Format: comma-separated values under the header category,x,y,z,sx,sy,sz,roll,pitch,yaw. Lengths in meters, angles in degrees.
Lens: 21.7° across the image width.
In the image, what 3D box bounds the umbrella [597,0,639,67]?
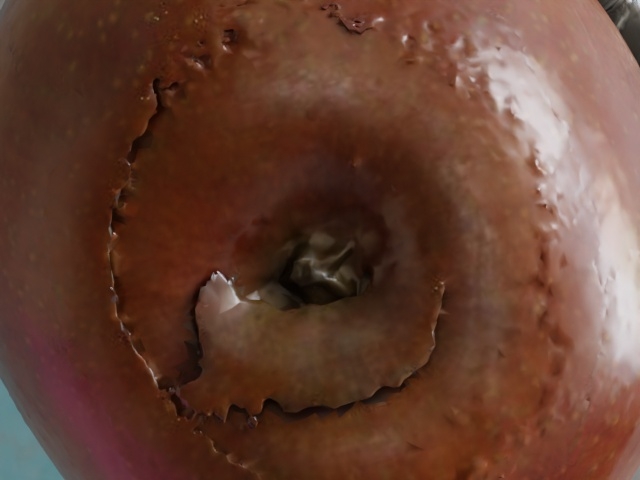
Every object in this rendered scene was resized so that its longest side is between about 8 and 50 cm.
category,x,y,z,sx,sy,sz,roll,pitch,yaw
umbrella,0.163,-0.164,1.043,0.154,0.128,0.337,-49,118,-20

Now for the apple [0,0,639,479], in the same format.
category,x,y,z,sx,sy,sz,roll,pitch,yaw
apple,0.000,0.000,0.478,0.210,0.173,0.235,-41,98,6
